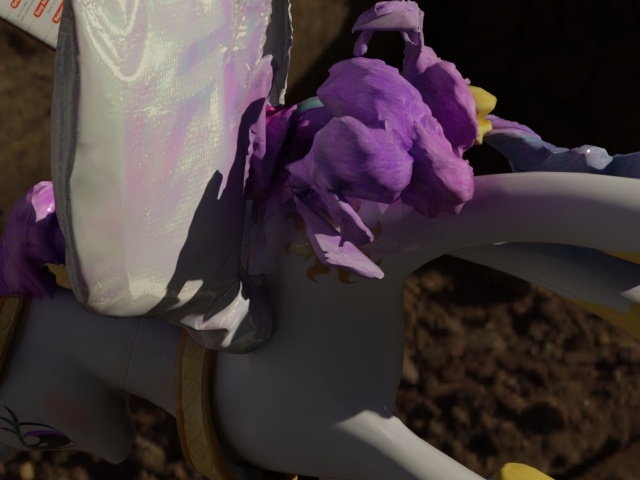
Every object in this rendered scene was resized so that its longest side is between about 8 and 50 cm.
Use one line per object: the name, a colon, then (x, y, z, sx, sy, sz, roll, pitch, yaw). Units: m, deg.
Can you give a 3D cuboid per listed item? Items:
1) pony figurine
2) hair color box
pony figurine: (0.000, 0.000, 0.627, 0.363, 0.351, 0.303, 15, 21, 3)
hair color box: (-0.189, -0.175, 1.148, 0.072, 0.141, 0.043, -60, 27, 0)
